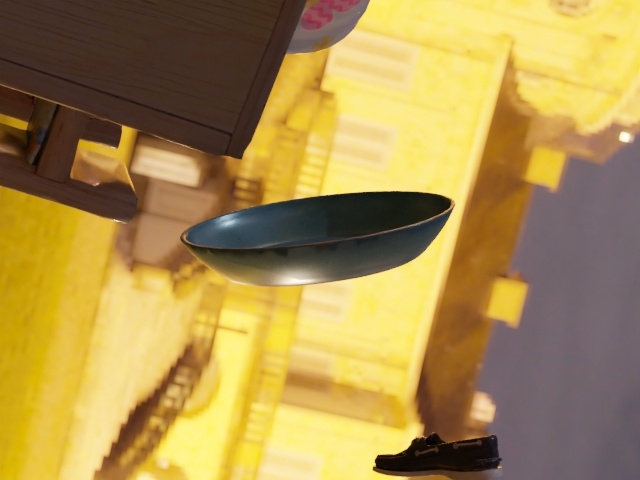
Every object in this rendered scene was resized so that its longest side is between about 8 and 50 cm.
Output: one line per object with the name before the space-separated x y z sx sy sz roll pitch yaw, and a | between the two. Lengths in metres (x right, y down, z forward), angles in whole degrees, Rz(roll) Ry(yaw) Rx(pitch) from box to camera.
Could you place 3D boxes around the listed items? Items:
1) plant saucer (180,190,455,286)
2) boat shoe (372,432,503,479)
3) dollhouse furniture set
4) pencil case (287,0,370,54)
plant saucer | 0.000 0.000 0.701 0.119 0.119 0.021 -121 -157 -78
boat shoe | 0.096 0.178 1.347 0.125 0.046 0.038 -5 -93 43
dollhouse furniture set | -0.156 -0.207 0.821 0.394 0.256 0.362 -116 -134 -66
pencil case | 0.009 -0.233 0.977 0.273 0.124 0.114 119 -27 -51
